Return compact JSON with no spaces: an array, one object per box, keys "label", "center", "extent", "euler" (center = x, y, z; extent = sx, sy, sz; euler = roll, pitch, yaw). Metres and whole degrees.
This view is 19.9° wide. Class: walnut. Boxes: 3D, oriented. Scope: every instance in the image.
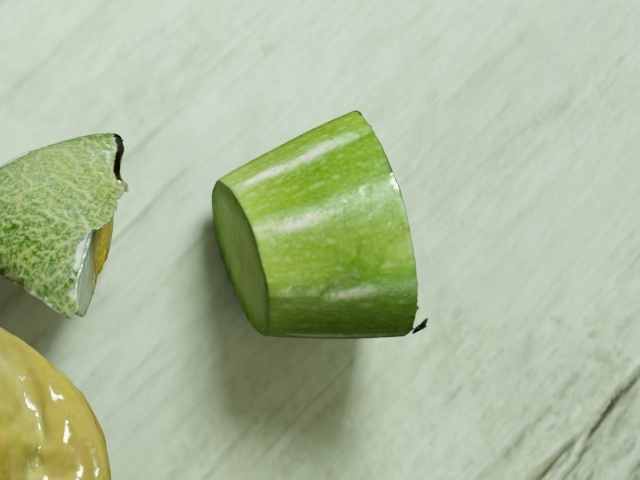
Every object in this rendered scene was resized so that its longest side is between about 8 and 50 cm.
[{"label":"walnut","center":[-0.239,0.178,1.151],"extent":[0.224,0.257,0.257],"euler":[22,83,-62]}]

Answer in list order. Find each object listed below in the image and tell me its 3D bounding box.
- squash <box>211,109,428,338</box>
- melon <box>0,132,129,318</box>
[{"label":"squash","center":[0.000,0.000,1.303],"extent":[0.123,0.170,0.170],"euler":[-16,104,-15]},{"label":"melon","center":[-0.193,0.001,1.221],"extent":[0.139,0.202,0.093],"euler":[-2,119,3]}]
